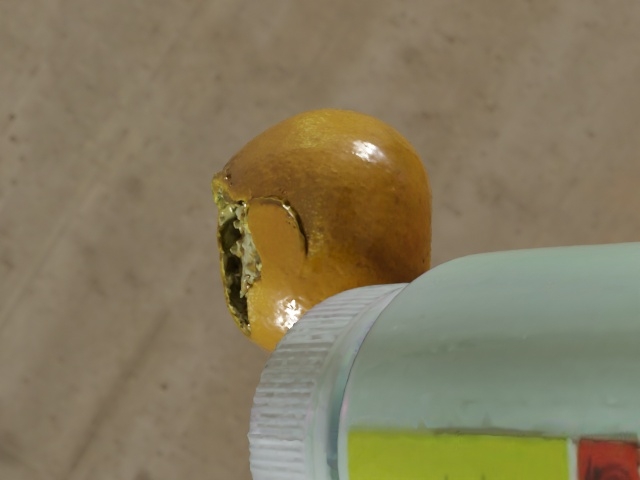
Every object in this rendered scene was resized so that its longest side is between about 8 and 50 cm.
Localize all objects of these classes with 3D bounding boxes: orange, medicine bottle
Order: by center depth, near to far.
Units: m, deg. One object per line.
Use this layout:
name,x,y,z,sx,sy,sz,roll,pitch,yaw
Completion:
medicine bottle,0.088,0.071,0.656,0.225,0.139,0.139,-5,52,54
orange,0.000,0.000,1.135,0.155,0.134,0.154,1,-90,-81
